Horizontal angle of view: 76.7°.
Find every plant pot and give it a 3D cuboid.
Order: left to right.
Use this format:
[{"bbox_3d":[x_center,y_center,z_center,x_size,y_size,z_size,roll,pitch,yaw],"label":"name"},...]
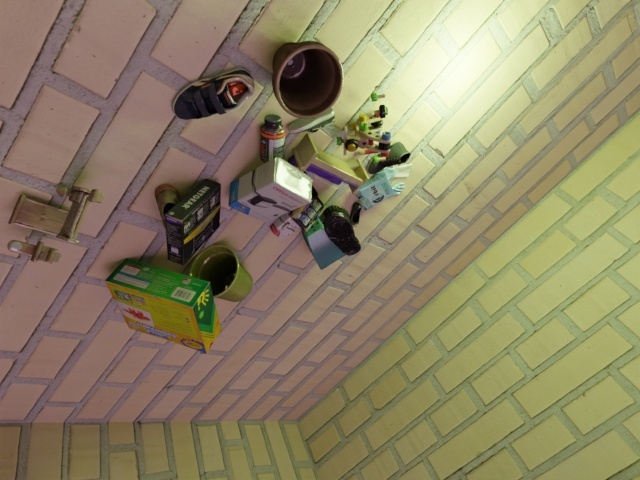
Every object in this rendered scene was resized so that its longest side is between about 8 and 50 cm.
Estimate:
[{"bbox_3d":[-0.479,0.195,2.059,0.276,0.276,0.254,-34,150,3],"label":"plant pot"},{"bbox_3d":[-0.077,-0.620,1.492,0.263,0.229,0.263,-17,137,-16],"label":"plant pot"},{"bbox_3d":[0.000,0.000,2.205,0.165,0.166,0.234,-31,131,1],"label":"plant pot"}]

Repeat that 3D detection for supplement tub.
[{"bbox_3d":[-0.202,-0.426,1.704,0.106,0.106,0.198,-12,134,-20],"label":"supplement tub"}]

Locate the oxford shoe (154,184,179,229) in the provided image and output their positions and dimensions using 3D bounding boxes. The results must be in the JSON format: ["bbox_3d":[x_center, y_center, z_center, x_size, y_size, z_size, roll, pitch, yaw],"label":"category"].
[{"bbox_3d":[-0.635,-0.072,1.777,0.123,0.130,0.348,-22,138,-10],"label":"oxford shoe"}]

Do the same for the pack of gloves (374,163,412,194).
[{"bbox_3d":[0.387,-0.311,2.205,0.232,0.046,0.195,-11,136,-21],"label":"pack of gloves"}]

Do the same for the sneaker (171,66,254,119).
[{"bbox_3d":[-0.392,-0.526,1.482,0.321,0.127,0.126,-28,140,-1],"label":"sneaker"}]

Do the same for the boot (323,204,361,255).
[{"bbox_3d":[0.085,-0.102,2.072,0.131,0.260,0.348,-22,142,7],"label":"boot"}]

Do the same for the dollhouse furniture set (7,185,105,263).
[{"bbox_3d":[-0.954,-0.062,1.425,0.173,0.355,0.303,25,77,-44],"label":"dollhouse furniture set"}]

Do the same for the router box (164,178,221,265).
[{"bbox_3d":[-0.532,-0.082,1.715,0.081,0.309,0.243,20,129,7],"label":"router box"}]

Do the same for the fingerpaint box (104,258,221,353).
[{"bbox_3d":[-0.720,0.310,1.904,0.444,0.163,0.371,13,135,12],"label":"fingerpaint box"}]

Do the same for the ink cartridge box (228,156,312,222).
[{"bbox_3d":[-0.221,-0.212,1.782,0.307,0.129,0.223,-20,148,37],"label":"ink cartridge box"}]

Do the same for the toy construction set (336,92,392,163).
[{"bbox_3d":[0.185,-0.464,1.853,0.237,0.258,0.309,-7,160,0],"label":"toy construction set"}]

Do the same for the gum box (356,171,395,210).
[{"bbox_3d":[0.291,-0.261,2.175,0.184,0.041,0.157,-27,137,10],"label":"gum box"}]

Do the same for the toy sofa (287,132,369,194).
[{"bbox_3d":[0.035,-0.330,1.883,0.362,0.150,0.177,17,129,-40],"label":"toy sofa"}]

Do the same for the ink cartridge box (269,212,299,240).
[{"bbox_3d":[-0.179,-0.078,2.094,0.135,0.056,0.099,-41,138,11],"label":"ink cartridge box"}]

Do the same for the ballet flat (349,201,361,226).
[{"bbox_3d":[0.197,-0.137,2.261,0.057,0.049,0.173,-16,137,-15],"label":"ballet flat"}]

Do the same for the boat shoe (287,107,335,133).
[{"bbox_3d":[-0.034,-0.499,1.750,0.219,0.078,0.070,-25,137,-10],"label":"boat shoe"}]

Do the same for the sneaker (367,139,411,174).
[{"bbox_3d":[0.341,-0.399,2.035,0.222,0.118,0.083,-43,137,13],"label":"sneaker"}]

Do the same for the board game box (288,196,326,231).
[{"bbox_3d":[-0.066,-0.150,2.052,0.170,0.048,0.141,-51,136,-9],"label":"board game box"}]

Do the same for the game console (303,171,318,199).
[{"bbox_3d":[-0.103,-0.243,1.960,0.144,0.124,0.085,-30,165,0],"label":"game console"}]
